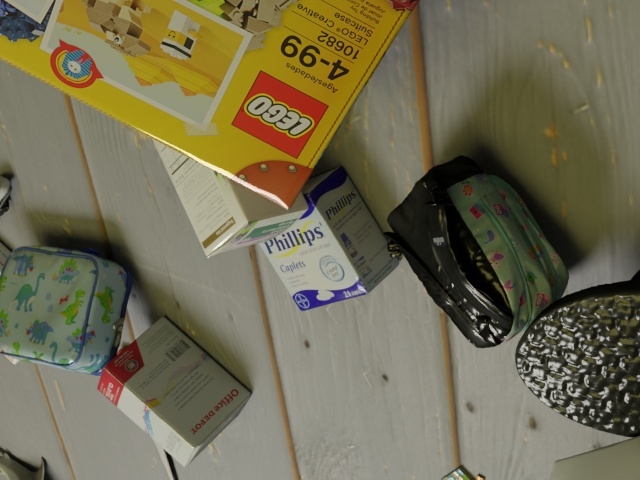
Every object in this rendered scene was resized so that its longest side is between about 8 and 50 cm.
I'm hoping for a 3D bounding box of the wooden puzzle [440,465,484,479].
[{"bbox_3d":[0.183,0.315,1.569,0.049,0.006,0.083,45,141,4],"label":"wooden puzzle"}]

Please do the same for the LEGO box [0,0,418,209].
[{"bbox_3d":[-0.152,-0.313,1.048,0.500,0.193,0.372,27,129,-7],"label":"LEGO box"}]

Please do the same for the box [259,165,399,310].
[{"bbox_3d":[0.000,0.000,1.427,0.126,0.072,0.137,-18,107,48],"label":"box"}]

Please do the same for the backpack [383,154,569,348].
[{"bbox_3d":[0.162,0.014,1.251,0.182,0.115,0.152,56,157,12],"label":"backpack"}]

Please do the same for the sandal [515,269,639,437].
[{"bbox_3d":[0.387,0.067,1.125,0.446,0.107,0.167,-24,103,36],"label":"sandal"}]

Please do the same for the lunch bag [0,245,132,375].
[{"bbox_3d":[-0.377,0.096,1.782,0.219,0.090,0.176,5,81,38],"label":"lunch bag"}]

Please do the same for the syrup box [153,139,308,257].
[{"bbox_3d":[-0.117,-0.109,1.366,0.096,0.093,0.236,-38,73,45],"label":"syrup box"}]

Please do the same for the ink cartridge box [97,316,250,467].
[{"bbox_3d":[-0.208,0.215,1.747,0.175,0.127,0.072,41,141,10],"label":"ink cartridge box"}]

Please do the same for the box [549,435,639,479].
[{"bbox_3d":[0.381,0.374,1.199,0.345,0.215,0.168,36,144,-16],"label":"box"}]

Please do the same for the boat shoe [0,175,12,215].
[{"bbox_3d":[-0.492,-0.056,1.857,0.040,0.049,0.142,26,147,-27],"label":"boat shoe"}]

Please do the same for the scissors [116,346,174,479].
[{"bbox_3d":[-0.261,0.295,1.944,0.109,0.021,0.297,-7,115,43],"label":"scissors"}]

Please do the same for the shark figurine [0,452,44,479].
[{"bbox_3d":[-0.562,0.438,2.302,0.278,0.166,0.116,42,117,35],"label":"shark figurine"}]

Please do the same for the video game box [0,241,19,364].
[{"bbox_3d":[-0.530,0.084,1.999,0.187,0.048,0.205,40,140,6],"label":"video game box"}]
